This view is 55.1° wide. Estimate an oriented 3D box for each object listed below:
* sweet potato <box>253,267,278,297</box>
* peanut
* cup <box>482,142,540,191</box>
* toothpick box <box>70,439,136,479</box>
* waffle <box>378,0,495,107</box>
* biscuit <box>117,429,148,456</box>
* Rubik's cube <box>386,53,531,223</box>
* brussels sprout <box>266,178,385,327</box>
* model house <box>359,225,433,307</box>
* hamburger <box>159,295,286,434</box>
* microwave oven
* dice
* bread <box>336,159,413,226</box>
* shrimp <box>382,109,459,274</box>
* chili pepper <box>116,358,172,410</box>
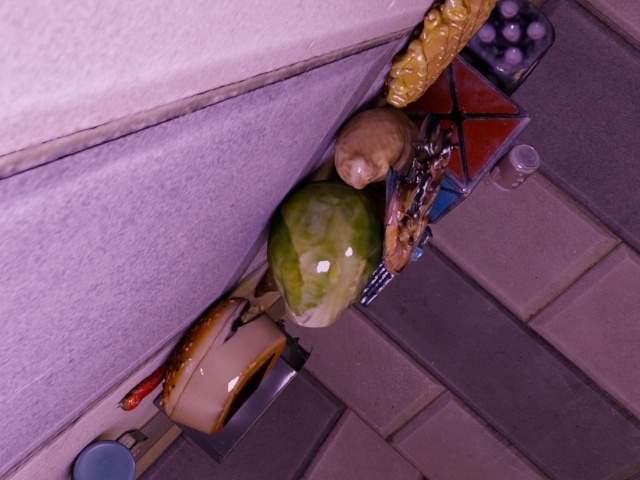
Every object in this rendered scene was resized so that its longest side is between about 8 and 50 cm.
[{"bbox_3d":[-0.119,0.105,1.576,0.068,0.068,0.226,-44,173,-41],"label":"sweet potato"},{"bbox_3d":[0.101,-0.167,1.098,0.253,0.122,0.137,-32,130,-64],"label":"peanut"},{"bbox_3d":[0.410,-0.162,1.335,0.099,0.102,0.074,123,-30,-63],"label":"cup"},{"bbox_3d":[-0.458,0.496,1.280,0.120,0.120,0.184,-45,175,-39],"label":"toothpick box"},{"bbox_3d":[0.223,-0.363,1.094,0.329,0.062,0.329,-48,174,-7],"label":"waffle"},{"bbox_3d":[-0.520,0.557,1.559,0.150,0.052,0.252,-52,177,-14],"label":"biscuit"},{"bbox_3d":[0.270,-0.224,1.393,0.255,0.259,0.260,-46,173,-14],"label":"Rubik's cube"},{"bbox_3d":[0.007,0.025,1.121,0.219,0.209,0.272,-86,-177,-76],"label":"brussels sprout"},{"bbox_3d":[0.109,0.022,1.427,0.261,0.225,0.241,-51,-149,12],"label":"model house"},{"bbox_3d":[-0.208,0.256,1.284,0.300,0.176,0.300,-52,172,-11],"label":"hamburger"},{"bbox_3d":[-0.220,0.379,1.743,0.374,0.236,0.432,-49,175,-2],"label":"microwave oven"},{"bbox_3d":[0.423,-0.451,1.443,0.181,0.183,0.182,-47,174,-5],"label":"dice"},{"bbox_3d":[0.133,-0.114,1.284,0.110,0.209,0.192,-56,167,-24],"label":"bread"},{"bbox_3d":[0.151,-0.076,1.056,0.178,0.075,0.290,-20,132,-62],"label":"shrimp"},{"bbox_3d":[-0.347,0.293,1.242,0.045,0.027,0.178,-53,176,31],"label":"chili pepper"}]
